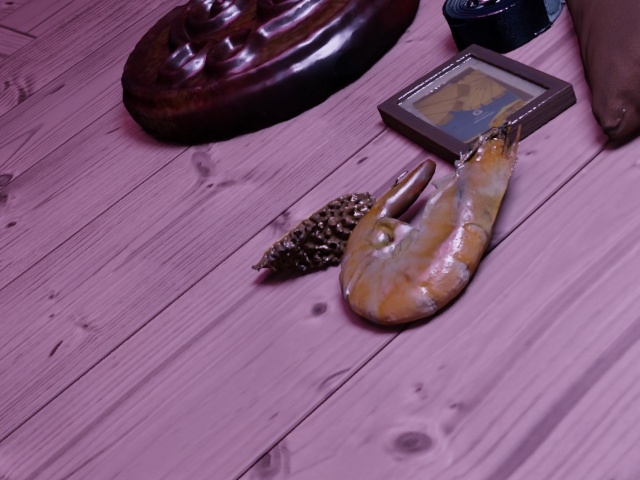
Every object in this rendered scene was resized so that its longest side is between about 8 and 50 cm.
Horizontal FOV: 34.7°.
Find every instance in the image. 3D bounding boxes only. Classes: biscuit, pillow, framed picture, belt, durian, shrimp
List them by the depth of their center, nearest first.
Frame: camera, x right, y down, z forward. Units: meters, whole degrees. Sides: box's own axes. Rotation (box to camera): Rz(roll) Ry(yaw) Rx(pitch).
[{"bbox_3d":[0.095,-0.024,0.861,0.133,0.053,0.236,-2,48,48],"label":"shrimp"},{"bbox_3d":[0.336,-0.271,0.898,0.305,0.108,0.308,-50,19,32],"label":"pillow"},{"bbox_3d":[-0.005,-0.009,0.913,0.130,0.052,0.066,-32,30,-5],"label":"durian"},{"bbox_3d":[0.147,-0.133,0.998,0.128,0.023,0.168,-34,33,-9],"label":"framed picture"},{"bbox_3d":[0.197,-0.255,1.097,0.140,0.058,0.105,-38,37,-16],"label":"belt"},{"bbox_3d":[-0.073,-0.275,1.302,0.407,0.091,0.407,-19,34,14],"label":"biscuit"}]
